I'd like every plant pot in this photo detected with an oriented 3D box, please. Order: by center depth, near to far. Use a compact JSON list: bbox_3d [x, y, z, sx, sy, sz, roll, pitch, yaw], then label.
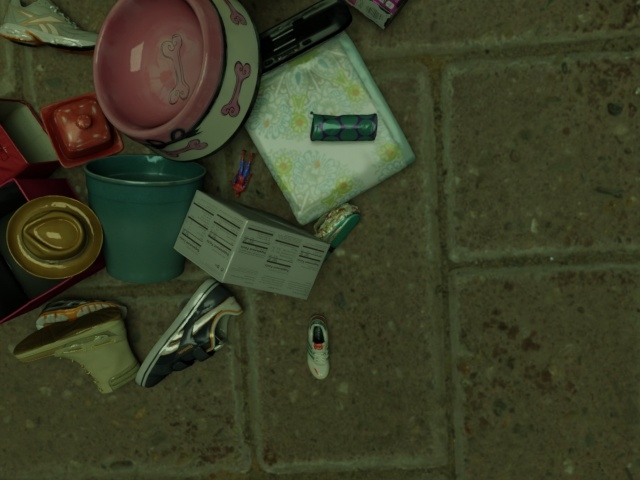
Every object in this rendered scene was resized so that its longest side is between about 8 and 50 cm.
[{"bbox_3d":[-0.407,-0.047,1.639,0.271,0.272,0.255,7,108,3],"label":"plant pot"}]

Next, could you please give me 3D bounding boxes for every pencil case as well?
[{"bbox_3d":[0.052,-0.255,1.579,0.151,0.070,0.065,0,124,0],"label":"pencil case"}]

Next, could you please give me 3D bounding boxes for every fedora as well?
[{"bbox_3d":[-0.559,-0.011,1.482,0.194,0.079,0.195,2,82,-17],"label":"fedora"}]

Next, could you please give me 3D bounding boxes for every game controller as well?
[{"bbox_3d":[-0.078,-0.451,1.609,0.319,0.167,0.067,-26,131,11],"label":"game controller"}]

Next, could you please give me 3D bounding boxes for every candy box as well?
[{"bbox_3d":[0.102,-0.616,1.603,0.233,0.071,0.159,35,72,0],"label":"candy box"}]

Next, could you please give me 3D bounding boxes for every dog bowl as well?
[{"bbox_3d":[-0.335,-0.385,1.562,0.407,0.150,0.408,-1,88,29],"label":"dog bowl"}]

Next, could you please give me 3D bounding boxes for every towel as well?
[{"bbox_3d":[0.002,-0.271,1.656,0.320,0.090,0.375,-29,91,2],"label":"towel"}]

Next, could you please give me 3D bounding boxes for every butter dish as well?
[{"bbox_3d":[-0.563,-0.271,1.671,0.159,0.118,0.160,-22,94,-19],"label":"butter dish"}]

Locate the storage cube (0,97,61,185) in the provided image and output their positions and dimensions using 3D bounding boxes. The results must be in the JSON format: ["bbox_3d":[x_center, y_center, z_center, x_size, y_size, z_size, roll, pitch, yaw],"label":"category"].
[{"bbox_3d":[-0.761,-0.205,1.664,0.193,0.215,0.184,-35,93,12],"label":"storage cube"}]

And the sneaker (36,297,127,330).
[{"bbox_3d":[-0.592,0.176,1.755,0.214,0.083,0.084,-3,119,-14],"label":"sneaker"}]

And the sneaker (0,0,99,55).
[{"bbox_3d":[-0.634,-0.519,1.681,0.262,0.099,0.121,11,92,2],"label":"sneaker"}]

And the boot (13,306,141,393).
[{"bbox_3d":[-0.584,0.291,1.717,0.261,0.095,0.204,-20,119,-12],"label":"boot"}]

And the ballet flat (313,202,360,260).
[{"bbox_3d":[0.000,0.000,1.706,0.241,0.091,0.077,-47,61,3],"label":"ballet flat"}]

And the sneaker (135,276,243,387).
[{"bbox_3d":[-0.317,0.253,1.720,0.127,0.126,0.321,38,95,5],"label":"sneaker"}]

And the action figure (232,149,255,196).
[{"bbox_3d":[-0.188,-0.160,1.718,0.038,0.030,0.115,19,102,7],"label":"action figure"}]

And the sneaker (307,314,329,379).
[{"bbox_3d":[-0.008,0.267,1.725,0.057,0.075,0.161,-1,95,4],"label":"sneaker"}]

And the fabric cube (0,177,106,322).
[{"bbox_3d":[-0.692,0.021,1.656,0.259,0.258,0.254,-31,94,6],"label":"fabric cube"}]

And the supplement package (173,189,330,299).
[{"bbox_3d":[-0.153,0.013,1.585,0.204,0.261,0.145,29,98,43],"label":"supplement package"}]
